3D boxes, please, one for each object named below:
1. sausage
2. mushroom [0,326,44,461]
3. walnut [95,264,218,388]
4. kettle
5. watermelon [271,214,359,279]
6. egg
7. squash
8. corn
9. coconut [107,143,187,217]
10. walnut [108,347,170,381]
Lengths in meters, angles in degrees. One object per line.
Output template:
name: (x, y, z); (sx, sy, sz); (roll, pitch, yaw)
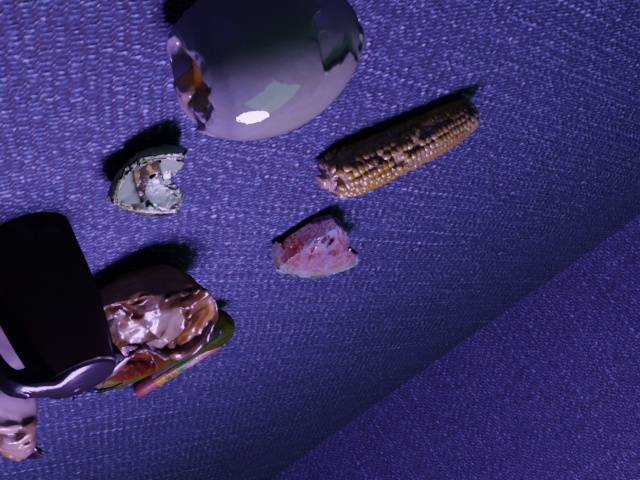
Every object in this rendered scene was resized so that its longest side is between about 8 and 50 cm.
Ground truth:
sausage: (-0.290, 0.257, 2.337); (0.223, 0.029, 0.029); (-31, 160, 6)
mushroom: (-0.624, 0.232, 1.631); (0.314, 0.224, 0.397); (-25, 158, 34)
walnut: (-0.288, 0.117, 1.849); (0.238, 0.141, 0.204); (-13, 142, -36)
kettle: (-0.376, 0.097, 1.538); (0.202, 0.232, 0.144); (-4, 147, -49)
watermelon: (0.000, 0.000, 2.063); (0.187, 0.071, 0.139); (-2, 141, -37)
egg: (-0.055, -0.211, 1.297); (0.217, 0.183, 0.183); (-21, 159, -21)
squash: (-0.307, 0.203, 2.104); (0.331, 0.087, 0.087); (-23, 159, -20)
corn: (0.126, -0.147, 1.843); (0.288, 0.086, 0.086); (-26, 160, -14)
coconut: (-0.232, -0.084, 1.551); (0.133, 0.055, 0.158); (-14, 154, -32)
walnut: (-0.339, 0.184, 1.977); (0.207, 0.115, 0.116); (1, 145, -48)
